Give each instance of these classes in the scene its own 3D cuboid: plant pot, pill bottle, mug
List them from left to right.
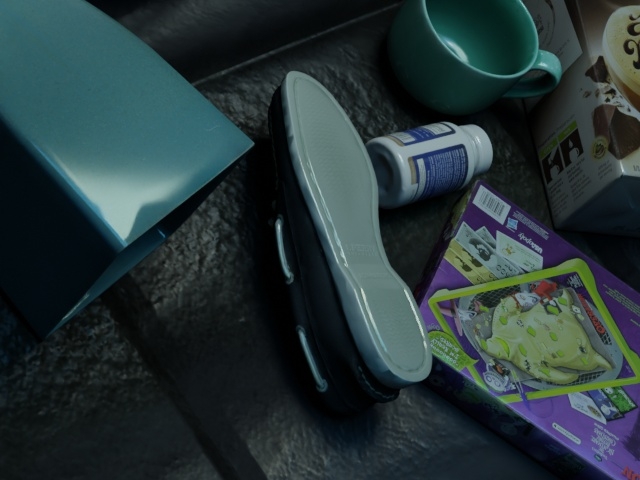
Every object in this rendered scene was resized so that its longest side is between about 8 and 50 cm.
[{"bbox_3d":[-0.210,-0.084,1.317,0.234,0.165,0.166,48,49,1],"label":"plant pot"},{"bbox_3d":[0.099,-0.072,1.567,0.120,0.067,0.067,-16,71,-37],"label":"pill bottle"},{"bbox_3d":[0.138,-0.175,1.633,0.158,0.097,0.129,49,49,2],"label":"mug"}]

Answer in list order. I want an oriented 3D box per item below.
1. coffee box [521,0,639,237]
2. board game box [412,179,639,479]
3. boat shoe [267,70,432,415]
[{"bbox_3d":[0.300,-0.160,1.708,0.168,0.119,0.297,4,60,-28],"label":"coffee box"},{"bbox_3d":[0.240,0.118,1.553,0.347,0.056,0.208,35,46,-8],"label":"board game box"},{"bbox_3d":[0.000,0.000,1.447,0.114,0.091,0.302,16,51,-47],"label":"boat shoe"}]
